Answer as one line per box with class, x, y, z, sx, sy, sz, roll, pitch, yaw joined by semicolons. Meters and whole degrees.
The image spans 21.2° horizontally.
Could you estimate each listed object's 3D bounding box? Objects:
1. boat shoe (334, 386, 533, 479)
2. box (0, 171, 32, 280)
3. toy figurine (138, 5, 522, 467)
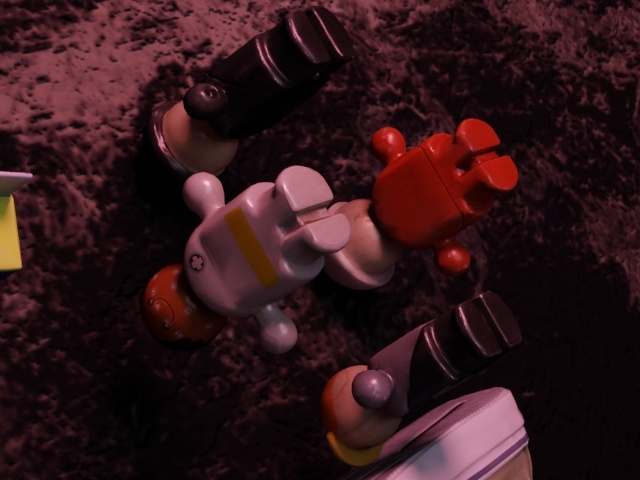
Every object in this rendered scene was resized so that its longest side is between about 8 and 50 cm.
boat shoe;0.041;0.178;0.986;0.302;0.109;0.094;-27;92;-46
box;-0.217;0.014;0.785;0.109;0.178;0.042;1;71;-40
toy figurine;0.000;0.000;0.980;0.213;0.148;0.209;31;41;-30
